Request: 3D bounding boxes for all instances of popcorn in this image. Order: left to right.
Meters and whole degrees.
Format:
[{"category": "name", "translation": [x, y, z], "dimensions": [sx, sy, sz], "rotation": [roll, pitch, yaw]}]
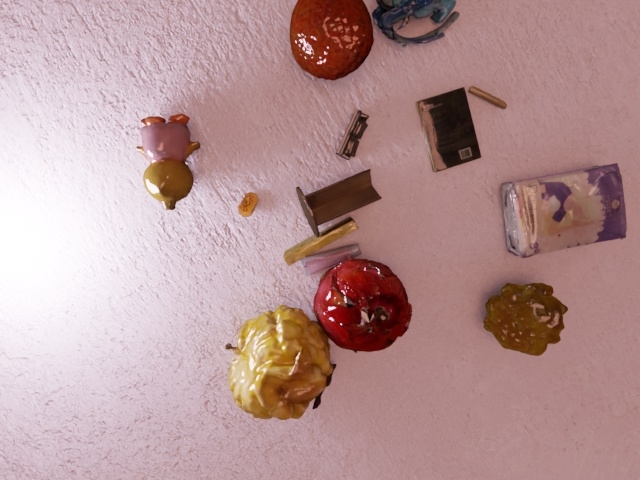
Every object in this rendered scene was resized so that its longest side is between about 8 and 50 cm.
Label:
[{"category": "popcorn", "translation": [-0.100, 0.385, 1.450], "dimensions": [0.381, 0.349, 0.349], "rotation": [25, 98, -32]}]

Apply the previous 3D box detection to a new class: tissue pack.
[{"category": "tissue pack", "translation": [0.755, -0.092, 1.474], "dimensions": [0.343, 0.125, 0.243], "rotation": [-11, 99, 2]}]

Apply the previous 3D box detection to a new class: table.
[{"category": "table", "translation": [0.060, -0.129, 1.439], "dimensions": [0.226, 0.167, 0.167], "rotation": [-23, 99, -7]}]

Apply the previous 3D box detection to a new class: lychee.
[{"category": "lychee", "translation": [0.021, -0.593, 1.326], "dimensions": [0.299, 0.255, 0.255], "rotation": [28, 98, 28]}]

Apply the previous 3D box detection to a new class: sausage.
[{"category": "sausage", "translation": [0.525, -0.446, 1.464], "dimensions": [0.132, 0.024, 0.024], "rotation": [24, 97, -4]}]

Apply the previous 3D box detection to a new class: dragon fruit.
[{"category": "dragon fruit", "translation": [0.129, 0.195, 1.427], "dimensions": [0.295, 0.301, 0.296], "rotation": [1, 88, -21]}]

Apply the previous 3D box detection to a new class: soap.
[{"category": "soap", "translation": [0.000, -0.001, 1.478], "dimensions": [0.251, 0.092, 0.037], "rotation": [-29, 103, 3]}]

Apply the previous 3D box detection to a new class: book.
[{"category": "book", "translation": [0.405, -0.347, 1.474], "dimensions": [0.160, 0.024, 0.229], "rotation": [-17, 99, 0]}]

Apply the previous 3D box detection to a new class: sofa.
[{"category": "sofa", "translation": [0.102, -0.320, 1.438], "dimensions": [0.060, 0.085, 0.147], "rotation": [25, 96, -2]}]

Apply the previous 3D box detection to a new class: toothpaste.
[{"category": "toothpaste", "translation": [0.036, 0.058, 1.517], "dimensions": [0.194, 0.043, 0.067], "rotation": [-18, 101, 7]}]

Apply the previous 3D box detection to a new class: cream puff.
[{"category": "cream puff", "translation": [0.640, 0.240, 1.481], "dimensions": [0.244, 0.196, 0.244], "rotation": [-2, 76, 9]}]

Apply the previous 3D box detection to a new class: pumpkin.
[{"category": "pumpkin", "translation": [-0.227, -0.113, 1.486], "dimensions": [0.050, 0.028, 0.083], "rotation": [31, 88, -4]}]

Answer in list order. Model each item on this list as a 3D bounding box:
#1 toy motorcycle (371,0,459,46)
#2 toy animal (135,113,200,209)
[{"category": "toy motorcycle", "translation": [0.287, -0.684, 1.370], "dimensions": [0.259, 0.154, 0.206], "rotation": [-15, 122, -3]}, {"category": "toy animal", "translation": [-0.451, -0.232, 1.391], "dimensions": [0.195, 0.169, 0.282], "rotation": [-3, 98, 2]}]
